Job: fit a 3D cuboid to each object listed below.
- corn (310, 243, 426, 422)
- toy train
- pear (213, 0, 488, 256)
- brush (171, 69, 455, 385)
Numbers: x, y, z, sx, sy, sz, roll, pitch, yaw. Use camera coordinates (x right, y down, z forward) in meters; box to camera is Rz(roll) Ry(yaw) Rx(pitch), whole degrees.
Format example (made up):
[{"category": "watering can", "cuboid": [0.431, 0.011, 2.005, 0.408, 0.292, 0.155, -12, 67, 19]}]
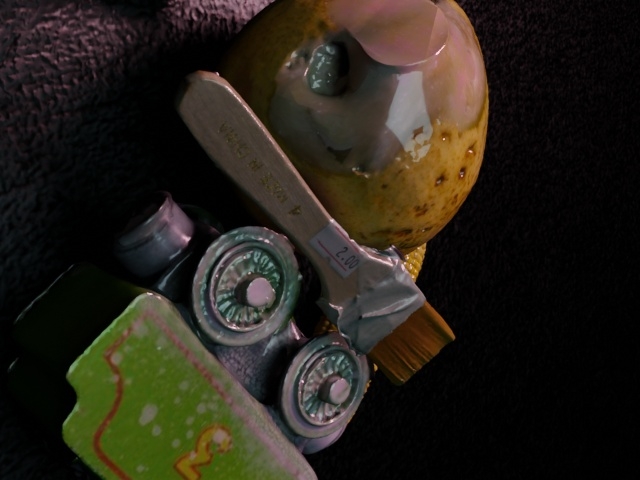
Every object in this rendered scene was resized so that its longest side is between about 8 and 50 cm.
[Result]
[{"category": "corn", "cuboid": [0.041, 0.087, 0.926, 0.081, 0.081, 0.248, 43, 65, -38]}, {"category": "toy train", "cuboid": [-0.108, 0.118, 0.735, 0.249, 0.173, 0.307, -47, 125, -20]}, {"category": "pear", "cuboid": [0.032, -0.114, 0.782, 0.271, 0.271, 0.271, -6, 98, -43]}, {"category": "brush", "cuboid": [0.000, 0.000, 0.667, 0.085, 0.020, 0.336, -39, 122, 4]}]
